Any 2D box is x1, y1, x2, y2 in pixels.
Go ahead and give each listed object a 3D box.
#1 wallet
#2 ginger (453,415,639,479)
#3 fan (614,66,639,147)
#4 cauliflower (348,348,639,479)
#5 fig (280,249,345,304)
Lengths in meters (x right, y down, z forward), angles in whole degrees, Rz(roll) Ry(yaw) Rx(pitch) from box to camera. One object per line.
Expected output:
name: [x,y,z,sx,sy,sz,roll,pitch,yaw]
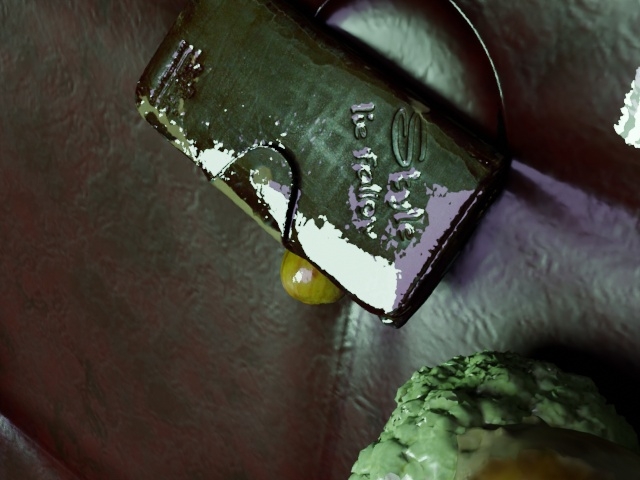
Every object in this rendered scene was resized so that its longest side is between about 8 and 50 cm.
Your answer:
wallet: [-0.010,-0.061,0.615,0.232,0.031,0.122,39,106,20]
ginger: [0.178,0.107,0.385,0.256,0.176,0.375,37,92,3]
fan: [0.172,-0.226,0.410,0.233,0.012,0.415,21,122,35]
cauliflower: [0.098,0.222,0.572,0.272,0.275,0.250,43,175,0]
fig: [0.000,0.000,0.652,0.050,0.050,0.083,12,104,38]
